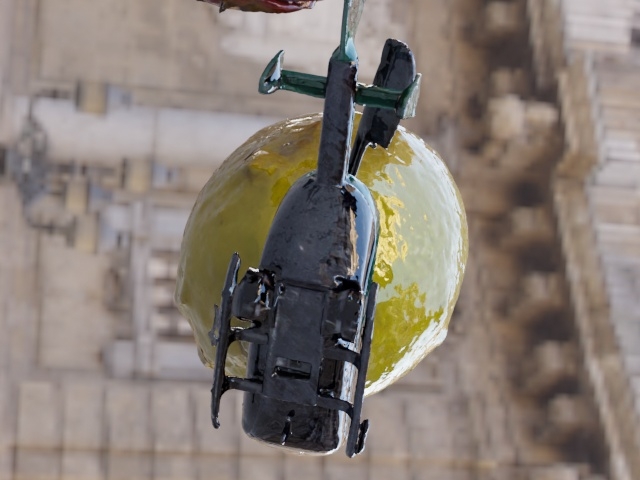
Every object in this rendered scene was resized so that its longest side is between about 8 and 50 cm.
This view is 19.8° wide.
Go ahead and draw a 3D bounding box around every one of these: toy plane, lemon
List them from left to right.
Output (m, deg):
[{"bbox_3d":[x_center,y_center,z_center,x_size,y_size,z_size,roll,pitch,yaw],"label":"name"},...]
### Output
[{"bbox_3d":[0.000,0.000,1.176,0.155,0.106,0.382,-66,163,-63],"label":"toy plane"},{"bbox_3d":[0.004,0.011,1.476,0.288,0.233,0.233,-61,170,-51],"label":"lemon"}]

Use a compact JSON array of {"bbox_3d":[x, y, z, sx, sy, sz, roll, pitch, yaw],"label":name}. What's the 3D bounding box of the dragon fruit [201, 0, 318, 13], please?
[{"bbox_3d":[-0.031,-0.278,1.245,0.218,0.223,0.148,59,-16,3],"label":"dragon fruit"}]
